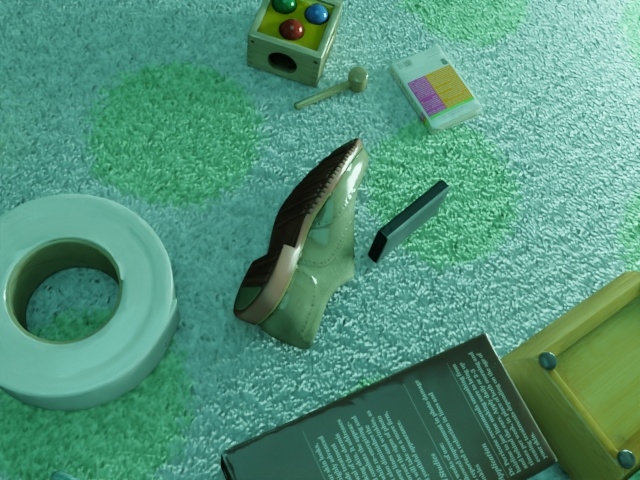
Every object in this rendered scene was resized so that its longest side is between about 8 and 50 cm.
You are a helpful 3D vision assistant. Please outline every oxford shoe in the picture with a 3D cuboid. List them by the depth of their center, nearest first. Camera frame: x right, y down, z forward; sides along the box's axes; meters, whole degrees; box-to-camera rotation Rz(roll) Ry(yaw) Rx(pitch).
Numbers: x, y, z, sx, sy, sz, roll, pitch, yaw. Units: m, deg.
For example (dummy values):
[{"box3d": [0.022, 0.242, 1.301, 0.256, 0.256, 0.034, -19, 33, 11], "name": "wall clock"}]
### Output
[{"box3d": [0.000, 0.000, 1.096, 0.130, 0.123, 0.348, 38, 63, -19], "name": "oxford shoe"}]

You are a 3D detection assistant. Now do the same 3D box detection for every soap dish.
[{"box3d": [0.424, 0.193, 1.044, 0.291, 0.118, 0.229, -29, 73, -20], "name": "soap dish"}]

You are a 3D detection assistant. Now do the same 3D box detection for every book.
[{"box3d": [0.195, -0.259, 1.262, 0.096, 0.035, 0.144, -24, 71, -13], "name": "book"}]

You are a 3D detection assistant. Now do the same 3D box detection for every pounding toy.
[{"box3d": [-0.014, -0.314, 1.223, 0.206, 0.094, 0.181, 18, 65, 1], "name": "pounding toy"}]

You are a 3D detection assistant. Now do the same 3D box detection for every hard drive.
[{"box3d": [0.133, -0.029, 1.116, 0.135, 0.094, 0.022, -39, 75, -21], "name": "hard drive"}]

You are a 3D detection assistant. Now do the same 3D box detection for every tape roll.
[{"box3d": [-0.338, 0.083, 1.002, 0.286, 0.100, 0.286, 3, 65, -6], "name": "tape roll"}]

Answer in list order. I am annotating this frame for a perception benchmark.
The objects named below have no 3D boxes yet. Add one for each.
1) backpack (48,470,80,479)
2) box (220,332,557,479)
[{"box3d": [-0.292, 0.352, 0.841, 0.166, 0.188, 0.144, 30, 66, 7], "name": "backpack"}, {"box3d": [0.082, 0.289, 0.948, 0.381, 0.143, 0.191, -20, 71, -17], "name": "box"}]
